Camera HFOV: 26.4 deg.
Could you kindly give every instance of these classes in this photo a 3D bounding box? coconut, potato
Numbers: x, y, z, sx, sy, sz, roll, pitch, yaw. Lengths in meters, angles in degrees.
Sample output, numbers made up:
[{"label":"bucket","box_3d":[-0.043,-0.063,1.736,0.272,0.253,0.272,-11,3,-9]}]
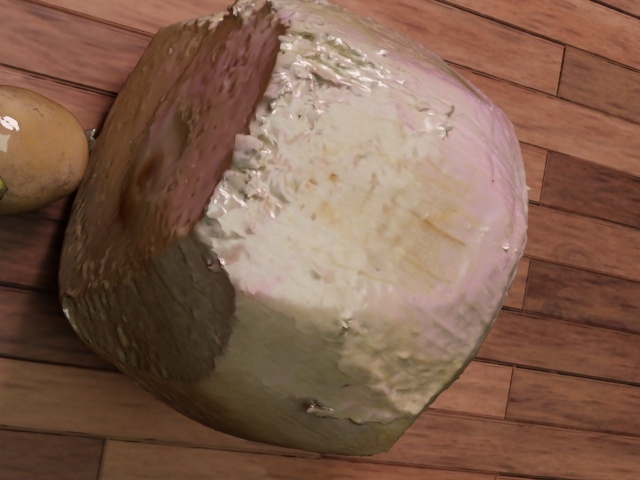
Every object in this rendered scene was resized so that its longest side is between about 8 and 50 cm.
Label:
[{"label":"coconut","box_3d":[0.000,0.000,1.171,0.404,0.404,0.405,-3,95,-35]},{"label":"potato","box_3d":[-0.265,-0.076,1.143,0.147,0.112,0.112,7,89,-33]}]

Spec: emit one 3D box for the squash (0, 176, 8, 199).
[{"label":"squash","box_3d":[-0.368,0.004,1.032,0.247,0.132,0.132,-44,120,9]}]
